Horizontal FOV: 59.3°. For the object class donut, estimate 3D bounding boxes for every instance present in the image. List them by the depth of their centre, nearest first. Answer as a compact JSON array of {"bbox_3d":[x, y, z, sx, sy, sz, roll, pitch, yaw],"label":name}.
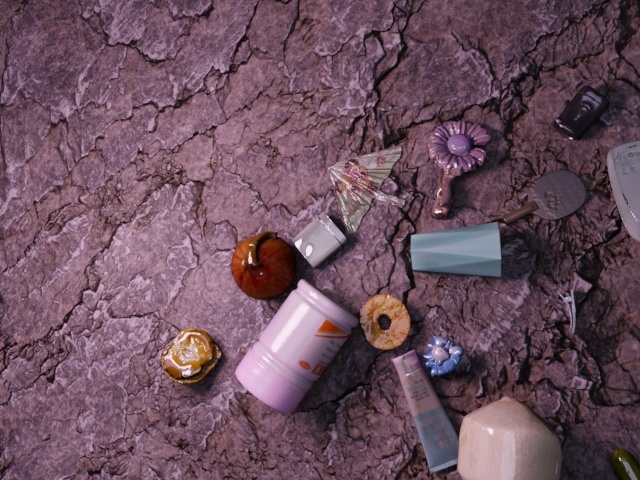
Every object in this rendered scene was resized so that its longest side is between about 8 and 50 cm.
[{"bbox_3d":[0.178,0.225,1.559,0.152,0.058,0.152,-1,80,6],"label":"donut"}]

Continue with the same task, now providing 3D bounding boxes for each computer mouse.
[{"bbox_3d":[0.849,-0.123,1.461,0.159,0.097,0.288,-11,66,12],"label":"computer mouse"}]

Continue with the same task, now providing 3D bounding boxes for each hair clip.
[{"bbox_3d":[0.653,0.188,1.480,0.039,0.030,0.115,-9,74,31],"label":"hair clip"},{"bbox_3d":[0.375,-0.207,1.597,0.173,0.069,0.300,14,82,15],"label":"hair clip"}]

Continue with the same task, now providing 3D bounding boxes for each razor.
[{"bbox_3d":[0.719,-0.349,1.554,0.090,0.054,0.148,41,91,17],"label":"razor"}]

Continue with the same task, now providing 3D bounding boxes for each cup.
[{"bbox_3d":[0.366,0.026,1.529,0.235,0.148,0.134,-2,105,16],"label":"cup"}]

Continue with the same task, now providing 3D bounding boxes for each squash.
[{"bbox_3d":[0.779,0.622,1.345,0.066,0.066,0.252,-29,74,6],"label":"squash"}]

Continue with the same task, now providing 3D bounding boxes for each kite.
[{"bbox_3d":[0.132,-0.166,1.675,0.267,0.013,0.323,31,88,17],"label":"kite"}]

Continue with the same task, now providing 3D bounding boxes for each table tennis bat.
[{"bbox_3d":[0.613,-0.108,1.552,0.234,0.022,0.131,-26,76,4],"label":"table tennis bat"}]

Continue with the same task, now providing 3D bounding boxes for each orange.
[{"bbox_3d":[-0.380,0.340,1.642,0.170,0.112,0.160,0,71,-21],"label":"orange"}]

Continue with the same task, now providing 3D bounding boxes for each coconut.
[{"bbox_3d":[0.457,0.506,1.356,0.245,0.245,0.247,12,80,15],"label":"coconut"}]

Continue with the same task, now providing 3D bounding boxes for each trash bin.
[{"bbox_3d":[0.000,0.000,1.649,0.130,0.059,0.116,-41,73,4],"label":"trash bin"}]

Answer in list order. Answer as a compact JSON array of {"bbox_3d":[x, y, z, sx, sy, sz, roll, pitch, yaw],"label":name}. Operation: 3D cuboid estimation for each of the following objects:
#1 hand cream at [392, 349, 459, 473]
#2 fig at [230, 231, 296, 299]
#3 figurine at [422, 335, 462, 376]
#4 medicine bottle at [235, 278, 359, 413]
[{"bbox_3d":[0.280,0.452,1.495,0.111,0.070,0.312,-25,79,4],"label":"hand cream"},{"bbox_3d":[-0.167,0.068,1.607,0.205,0.205,0.205,-2,79,12],"label":"fig"},{"bbox_3d":[0.321,0.316,1.502,0.114,0.079,0.114,-17,54,25],"label":"figurine"},{"bbox_3d":[-0.062,0.285,1.532,0.202,0.202,0.316,36,89,17],"label":"medicine bottle"}]
